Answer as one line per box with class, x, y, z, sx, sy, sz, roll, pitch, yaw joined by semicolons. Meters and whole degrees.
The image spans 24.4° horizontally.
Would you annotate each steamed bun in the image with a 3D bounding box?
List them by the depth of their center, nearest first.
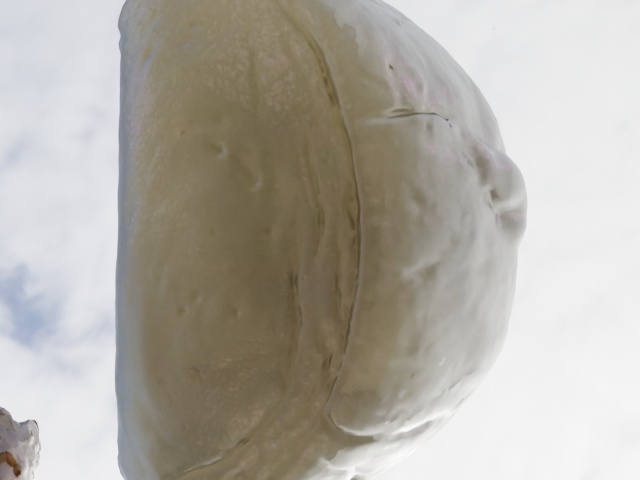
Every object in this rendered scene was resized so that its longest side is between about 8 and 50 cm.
steamed bun;0.003;0.004;0.982;0.236;0.247;0.383;0;-90;31

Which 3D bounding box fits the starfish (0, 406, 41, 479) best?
starfish;-0.098;0.078;0.324;0.053;0.150;0.209;-37;-79;22
